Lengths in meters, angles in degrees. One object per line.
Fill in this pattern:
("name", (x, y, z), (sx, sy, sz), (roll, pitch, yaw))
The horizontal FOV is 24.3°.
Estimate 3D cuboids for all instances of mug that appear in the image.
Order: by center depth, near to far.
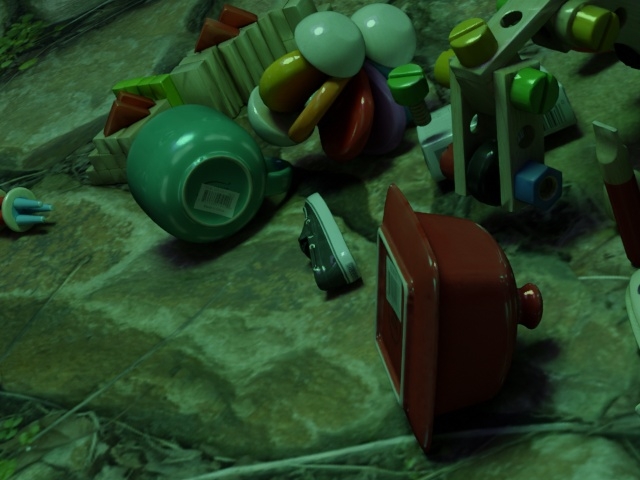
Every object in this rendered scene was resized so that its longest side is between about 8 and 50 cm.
("mug", (-0.107, -0.070, 1.491), (0.157, 0.129, 0.097), (-32, 28, -11))

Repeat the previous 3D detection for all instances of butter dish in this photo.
("butter dish", (0.107, 0.052, 1.109), (0.118, 0.160, 0.160), (-4, 26, -8))

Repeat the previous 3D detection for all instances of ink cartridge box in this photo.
("ink cartridge box", (0.166, -0.117, 1.459), (0.145, 0.045, 0.179), (-23, 9, 7))

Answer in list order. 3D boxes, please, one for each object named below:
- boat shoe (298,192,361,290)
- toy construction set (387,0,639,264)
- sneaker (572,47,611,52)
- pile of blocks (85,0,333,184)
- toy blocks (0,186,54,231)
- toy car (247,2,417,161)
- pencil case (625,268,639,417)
("boat shoe", (0.000, 0.000, 1.366), (0.040, 0.049, 0.142), (-26, 29, 0))
("toy construction set", (0.192, -0.158, 1.207), (0.257, 0.237, 0.309), (-26, 40, 1))
("sneaker", (0.293, -0.250, 1.539), (0.221, 0.087, 0.128), (-26, 16, -27))
("pile of blocks", (-0.142, -0.206, 1.781), (0.362, 0.113, 0.149), (-36, 29, -20))
("toy blocks", (-0.387, -0.015, 1.718), (0.148, 0.054, 0.123), (1, 37, 41))
("toy car", (0.029, -0.145, 1.506), (0.182, 0.136, 0.159), (-16, -26, -43))
("pencil case", (0.375, 0.004, 0.833), (0.410, 0.160, 0.183), (-30, -9, 21))
